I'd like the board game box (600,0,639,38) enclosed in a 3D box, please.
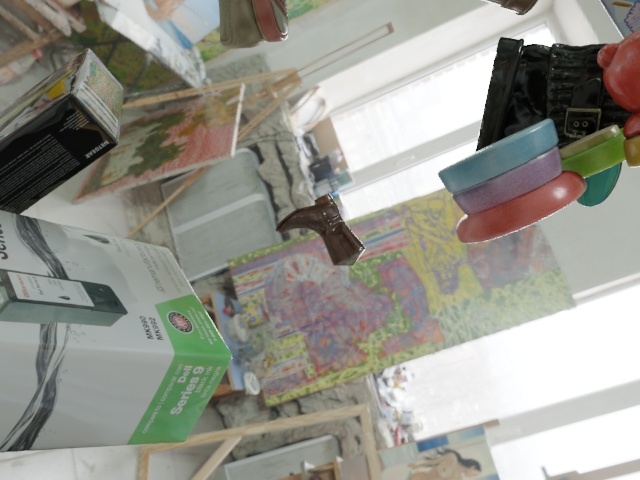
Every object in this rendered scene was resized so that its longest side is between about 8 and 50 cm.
[{"bbox_3d":[0.617,-0.512,0.876,0.066,0.318,0.318,0,65,-50],"label":"board game box"}]

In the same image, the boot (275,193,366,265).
[{"bbox_3d":[0.000,0.000,0.801,0.114,0.106,0.037,60,4,10],"label":"boot"}]

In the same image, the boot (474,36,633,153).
[{"bbox_3d":[0.377,-0.137,0.818,0.131,0.260,0.348,-53,151,-53],"label":"boot"}]

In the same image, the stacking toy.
[{"bbox_3d":[0.279,-0.124,0.630,0.130,0.309,0.279,64,8,-1],"label":"stacking toy"}]

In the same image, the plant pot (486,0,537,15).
[{"bbox_3d":[0.304,-0.502,0.932,0.167,0.165,0.167,-171,-90,-85],"label":"plant pot"}]

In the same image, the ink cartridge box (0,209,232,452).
[{"bbox_3d":[-0.263,0.079,0.498,0.289,0.121,0.211,17,21,-44],"label":"ink cartridge box"}]

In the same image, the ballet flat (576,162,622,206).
[{"bbox_3d":[0.487,-0.162,0.915,0.068,0.072,0.213,-60,150,-52],"label":"ballet flat"}]

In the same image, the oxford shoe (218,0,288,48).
[{"bbox_3d":[-0.149,-0.496,0.874,0.123,0.130,0.348,-6,87,-73],"label":"oxford shoe"}]

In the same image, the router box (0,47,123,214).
[{"bbox_3d":[-0.416,-0.116,0.711,0.081,0.309,0.243,54,5,-36],"label":"router box"}]
